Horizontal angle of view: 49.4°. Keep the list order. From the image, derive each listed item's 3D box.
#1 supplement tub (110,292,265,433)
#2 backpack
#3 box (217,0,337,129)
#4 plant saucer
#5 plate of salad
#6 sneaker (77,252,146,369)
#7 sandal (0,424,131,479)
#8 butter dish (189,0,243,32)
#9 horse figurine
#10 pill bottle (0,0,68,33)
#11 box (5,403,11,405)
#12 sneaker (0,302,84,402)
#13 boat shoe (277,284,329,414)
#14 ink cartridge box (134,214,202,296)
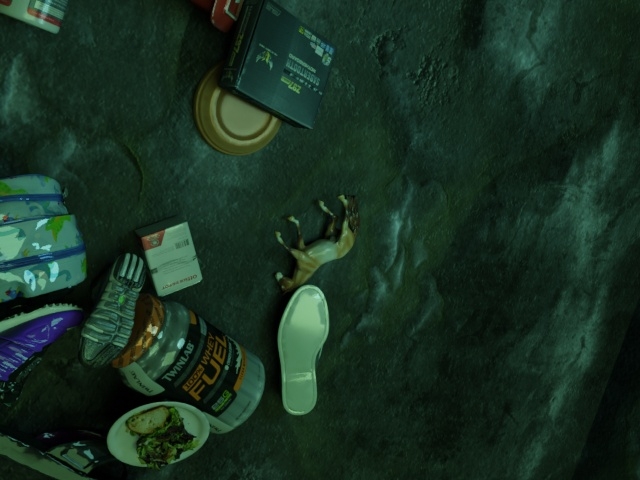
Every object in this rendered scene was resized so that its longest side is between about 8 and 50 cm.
[{"bbox_3d":[-0.279,0.251,1.424,0.316,0.193,0.194,41,84,-36],"label":"supplement tub"},{"bbox_3d":[-0.510,0.011,1.094,0.290,0.355,0.273,-6,110,-29],"label":"backpack"},{"bbox_3d":[-0.078,-0.343,1.366,0.232,0.059,0.183,21,87,-49],"label":"box"},{"bbox_3d":[-0.158,-0.267,1.405,0.200,0.037,0.200,-11,113,-28],"label":"plant saucer"},{"bbox_3d":[-0.317,0.392,1.370,0.199,0.048,0.200,-10,129,-12],"label":"plate of salad"},{"bbox_3d":[-0.411,0.140,1.330,0.086,0.132,0.229,33,61,-29],"label":"sneaker"},{"bbox_3d":[-0.493,0.420,1.382,0.445,0.167,0.107,40,67,-36],"label":"sandal"},{"bbox_3d":[-0.198,-0.474,1.256,0.118,0.160,0.160,20,100,1],"label":"butter dish"},{"bbox_3d":[0.000,0.000,1.583,0.263,0.066,0.175,-31,121,-19],"label":"horse figurine"},{"bbox_3d":[-0.449,-0.437,1.117,0.108,0.108,0.180,16,98,-35],"label":"pill bottle"},{"bbox_3d":[-0.653,0.264,1.250,0.179,0.105,0.043,24,97,-36],"label":"box"},{"bbox_3d":[-0.553,0.212,1.242,0.293,0.102,0.146,-20,91,-43],"label":"sneaker"},{"bbox_3d":[-0.049,0.246,1.634,0.116,0.099,0.320,2,105,-9],"label":"boat shoe"},{"bbox_3d":[-0.307,0.031,1.409,0.099,0.056,0.135,-21,117,-24],"label":"ink cartridge box"}]
